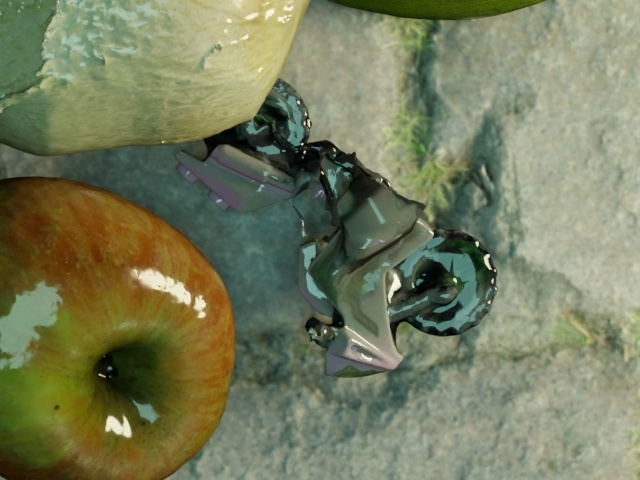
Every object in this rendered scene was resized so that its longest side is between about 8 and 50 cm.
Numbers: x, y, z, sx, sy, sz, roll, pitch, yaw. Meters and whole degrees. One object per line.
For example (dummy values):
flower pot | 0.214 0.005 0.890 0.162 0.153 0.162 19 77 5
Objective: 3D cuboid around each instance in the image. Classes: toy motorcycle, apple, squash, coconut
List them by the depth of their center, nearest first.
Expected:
coconut | -0.168 -0.246 1.659 0.360 0.346 0.346 -14 100 -9
apple | -0.234 0.080 1.758 0.277 0.250 0.309 -39 122 -15
toy motorcycle | 0.000 0.000 1.814 0.327 0.143 0.188 39 92 -3
squash | 0.109 -0.246 1.826 0.318 0.071 0.080 0 59 -4
